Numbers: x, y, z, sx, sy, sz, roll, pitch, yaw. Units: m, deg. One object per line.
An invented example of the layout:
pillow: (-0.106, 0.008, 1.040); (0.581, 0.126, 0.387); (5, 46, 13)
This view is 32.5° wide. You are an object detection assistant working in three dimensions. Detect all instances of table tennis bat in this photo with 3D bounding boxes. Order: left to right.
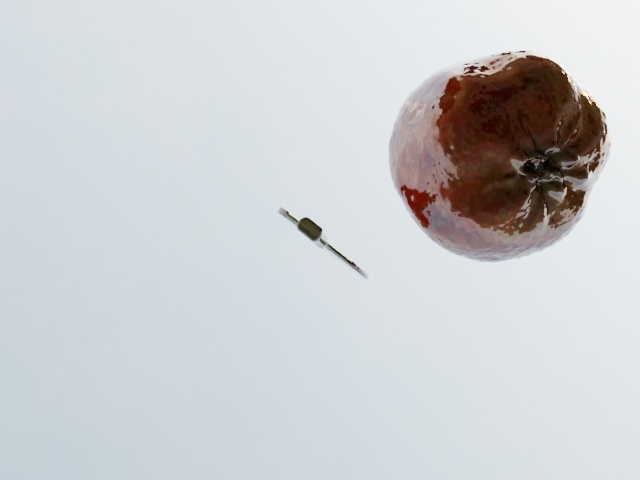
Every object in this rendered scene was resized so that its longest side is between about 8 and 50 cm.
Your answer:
table tennis bat: (0.000, 0.000, 1.467); (0.154, 0.274, 0.021); (37, -91, 8)

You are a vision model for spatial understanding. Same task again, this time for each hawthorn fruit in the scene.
hawthorn fruit: (0.217, -0.120, 1.477); (0.287, 0.330, 0.287); (-6, -75, -21)
